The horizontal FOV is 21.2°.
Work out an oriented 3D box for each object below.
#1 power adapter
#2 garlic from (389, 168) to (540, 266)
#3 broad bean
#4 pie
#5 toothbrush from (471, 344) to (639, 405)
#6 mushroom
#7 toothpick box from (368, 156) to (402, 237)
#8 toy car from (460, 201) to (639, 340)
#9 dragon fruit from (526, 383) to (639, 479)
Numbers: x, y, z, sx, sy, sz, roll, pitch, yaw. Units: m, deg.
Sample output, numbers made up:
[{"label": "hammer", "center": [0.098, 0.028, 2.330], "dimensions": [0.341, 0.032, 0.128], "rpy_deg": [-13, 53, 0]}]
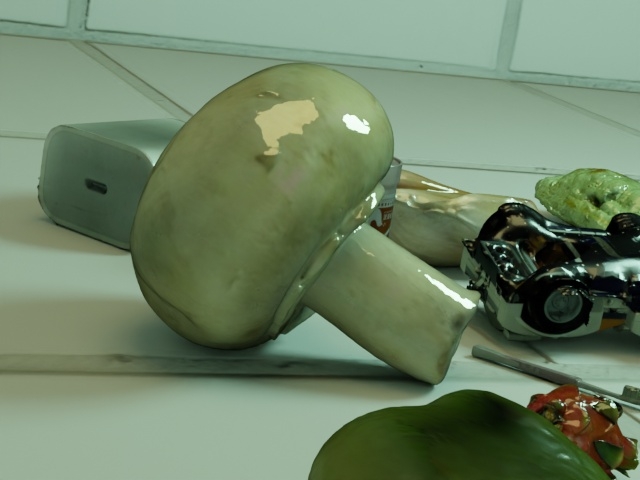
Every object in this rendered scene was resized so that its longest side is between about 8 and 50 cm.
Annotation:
[{"label": "power adapter", "center": [-0.184, -0.072, 2.058], "dimensions": [0.187, 0.124, 0.255], "rpy_deg": [20, 17, 34]}, {"label": "garlic", "center": [0.130, -0.025, 2.107], "dimensions": [0.228, 0.110, 0.217], "rpy_deg": [16, -1, -17]}, {"label": "broad bean", "center": [0.107, 0.190, 1.174], "dimensions": [0.238, 0.119, 0.291], "rpy_deg": [18, 16, -1]}, {"label": "pie", "center": [0.421, -0.045, 2.392], "dimensions": [0.201, 0.090, 0.248], "rpy_deg": [2, 18, -36]}, {"label": "toothbrush", "center": [0.238, 0.134, 1.696], "dimensions": [0.194, 0.017, 0.014], "rpy_deg": [14, 9, 31]}, {"label": "mushroom", "center": [0.000, 0.000, 1.632], "dimensions": [0.336, 0.314, 0.314], "rpy_deg": [31, 15, 2]}, {"label": "toothpick box", "center": [0.034, -0.024, 1.932], "dimensions": [0.098, 0.149, 0.098], "rpy_deg": [8, 13, -2]}, {"label": "toy car", "center": [0.310, 0.050, 1.877], "dimensions": [0.301, 0.118, 0.193], "rpy_deg": [5, 23, -18]}, {"label": "dragon fruit", "center": [0.218, 0.165, 1.426], "dimensions": [0.116, 0.086, 0.081], "rpy_deg": [9, -27, -33]}]
